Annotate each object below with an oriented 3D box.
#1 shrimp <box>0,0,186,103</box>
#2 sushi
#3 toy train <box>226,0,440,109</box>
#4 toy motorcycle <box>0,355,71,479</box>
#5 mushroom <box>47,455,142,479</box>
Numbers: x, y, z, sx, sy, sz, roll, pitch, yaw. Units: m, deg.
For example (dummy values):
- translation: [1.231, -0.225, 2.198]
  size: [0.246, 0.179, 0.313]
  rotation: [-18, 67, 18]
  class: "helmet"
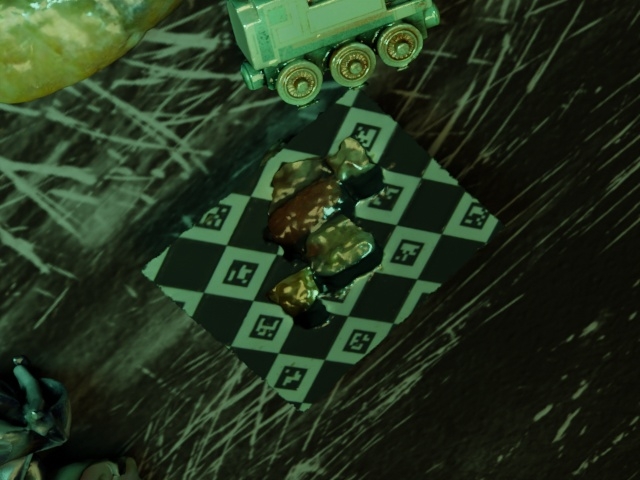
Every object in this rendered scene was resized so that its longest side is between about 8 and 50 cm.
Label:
- translation: [-0.183, -0.289, 1.487]
  size: [0.445, 0.085, 0.272]
  rotation: [-31, 127, 4]
  class: "shrimp"
- translation: [0.000, 0.000, 1.801]
  size: [0.294, 0.059, 0.292]
  rotation: [-41, 131, 7]
  class: "sushi"
- translation: [0.013, -0.203, 1.643]
  size: [0.194, 0.081, 0.125]
  rotation: [-21, 127, -9]
  class: "toy train"
- translation: [-0.347, 0.162, 1.725]
  size: [0.159, 0.106, 0.270]
  rotation: [-45, 120, 5]
  class: "toy motorcycle"
- translation: [-0.248, 0.306, 1.877]
  size: [0.117, 0.141, 0.188]
  rotation: [-4, 130, 20]
  class: "mushroom"
